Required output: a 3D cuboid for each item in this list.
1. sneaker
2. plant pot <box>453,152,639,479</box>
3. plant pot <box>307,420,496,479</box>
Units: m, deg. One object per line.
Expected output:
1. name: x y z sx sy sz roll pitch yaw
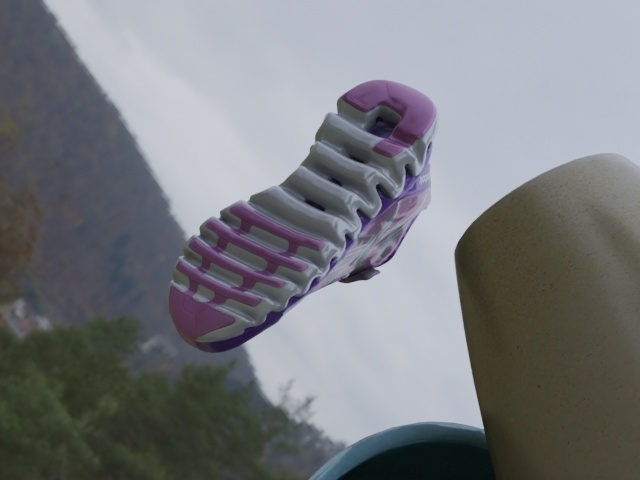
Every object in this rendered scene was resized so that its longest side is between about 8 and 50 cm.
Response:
1. sneaker: 0.000 0.000 0.870 0.095 0.236 0.104 33 -24 33
2. plant pot: 0.200 0.092 0.758 0.256 0.256 0.274 79 -14 -67
3. plant pot: 0.018 0.339 0.879 0.341 0.341 0.334 52 -41 0
